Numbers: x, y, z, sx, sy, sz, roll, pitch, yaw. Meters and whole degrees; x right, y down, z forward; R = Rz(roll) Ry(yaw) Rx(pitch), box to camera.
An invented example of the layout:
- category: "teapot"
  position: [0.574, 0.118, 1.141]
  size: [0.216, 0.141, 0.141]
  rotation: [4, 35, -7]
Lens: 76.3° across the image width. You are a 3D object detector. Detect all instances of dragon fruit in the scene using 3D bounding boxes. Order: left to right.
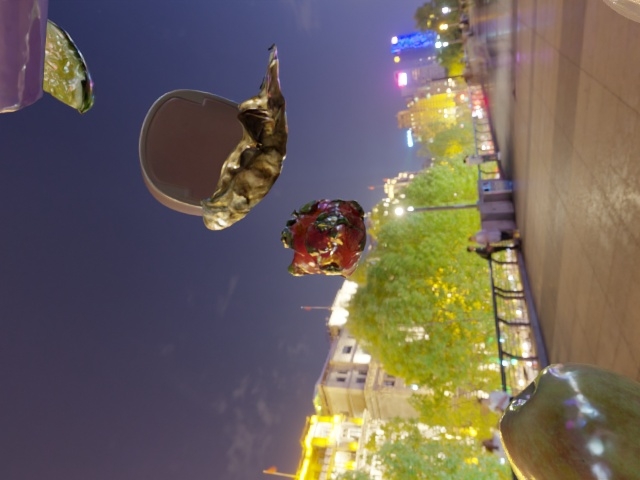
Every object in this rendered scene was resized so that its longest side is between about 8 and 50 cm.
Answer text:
- category: "dragon fruit"
  position: [-0.013, -0.013, 0.944]
  size: [0.198, 0.269, 0.200]
  rotation: [-59, -36, -21]

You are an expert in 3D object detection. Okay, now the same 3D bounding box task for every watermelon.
- category: "watermelon"
  position: [-0.587, -0.389, 0.865]
  size: [0.129, 0.301, 0.123]
  rotation: [-52, 0, -22]

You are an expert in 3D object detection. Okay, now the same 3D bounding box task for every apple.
- category: "apple"
  position: [0.422, 0.321, 0.640]
  size: [0.257, 0.234, 0.257]
  rotation: [-37, -28, -24]

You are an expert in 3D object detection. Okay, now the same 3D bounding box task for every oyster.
- category: "oyster"
  position: [-0.102, -0.141, 0.619]
  size: [0.166, 0.094, 0.294]
  rotation: [-58, 0, -39]

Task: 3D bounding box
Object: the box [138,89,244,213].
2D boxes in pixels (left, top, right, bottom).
- category: "box"
  position: [-0.298, -0.192, 1.013]
  size: [0.301, 0.216, 0.301]
  rotation: [4, -100, -26]

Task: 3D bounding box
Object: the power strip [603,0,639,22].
- category: "power strip"
  position: [0.218, -0.193, 0.211]
  size: [0.078, 0.154, 0.154]
  rotation: [-22, -71, -51]

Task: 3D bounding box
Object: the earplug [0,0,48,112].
- category: "earplug"
  position: [-0.359, -0.368, 0.383]
  size: [0.456, 0.215, 0.215]
  rotation: [-56, -1, 30]
